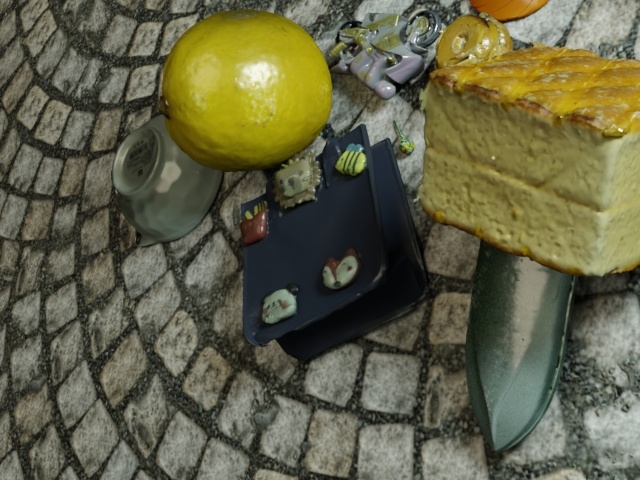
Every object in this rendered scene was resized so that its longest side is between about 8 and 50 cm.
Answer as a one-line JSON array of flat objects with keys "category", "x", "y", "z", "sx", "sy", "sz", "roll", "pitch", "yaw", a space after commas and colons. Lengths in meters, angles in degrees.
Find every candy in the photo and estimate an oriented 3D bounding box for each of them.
[{"category": "candy", "x": 0.134, "y": -0.173, "z": 1.556, "sx": 0.023, "sy": 0.025, "sz": 0.083, "roll": -10, "pitch": 49, "yaw": -7}]

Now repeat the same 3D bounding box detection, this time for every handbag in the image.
[{"category": "handbag", "x": 0.000, "y": 0.000, "z": 1.547, "sx": 0.303, "sy": 0.122, "sz": 0.329, "roll": -29, "pitch": 55, "yaw": 32}]

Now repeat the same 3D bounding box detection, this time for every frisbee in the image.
[{"category": "frisbee", "x": 0.307, "y": -0.437, "z": 1.485, "sx": 0.192, "sy": 0.035, "sz": 0.192, "roll": -17, "pitch": 63, "yaw": 37}]

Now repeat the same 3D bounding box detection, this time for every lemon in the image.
[{"category": "lemon", "x": -0.126, "y": -0.255, "z": 1.630, "sx": 0.297, "sy": 0.297, "sz": 0.296, "roll": -16, "pitch": 64, "yaw": 38}]

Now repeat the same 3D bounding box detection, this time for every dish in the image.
[{"category": "dish", "x": -0.329, "y": -0.139, "z": 1.895, "sx": 0.303, "sy": 0.120, "sz": 0.302, "roll": -16, "pitch": 64, "yaw": 36}]

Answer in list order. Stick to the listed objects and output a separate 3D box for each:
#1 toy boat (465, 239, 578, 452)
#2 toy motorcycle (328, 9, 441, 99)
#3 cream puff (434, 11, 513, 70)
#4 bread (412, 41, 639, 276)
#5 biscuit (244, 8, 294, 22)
[{"category": "toy boat", "x": 0.266, "y": 0.129, "z": 1.280, "sx": 0.141, "sy": 0.092, "sz": 0.319, "roll": 9, "pitch": 88, "yaw": 43}, {"category": "toy motorcycle", "x": 0.103, "y": -0.309, "z": 1.597, "sx": 0.225, "sy": 0.073, "sz": 0.152, "roll": 5, "pitch": 81, "yaw": 42}, {"category": "cream puff", "x": 0.232, "y": -0.282, "z": 1.448, "sx": 0.133, "sy": 0.104, "sz": 0.119, "roll": -4, "pitch": 66, "yaw": 58}, {"category": "bread", "x": 0.306, "y": -0.108, "z": 1.168, "sx": 0.279, "sy": 0.279, "sz": 0.207, "roll": 24, "pitch": 121, "yaw": 39}, {"category": "biscuit", "x": -0.139, "y": -0.322, "z": 1.823, "sx": 0.106, "sy": 0.070, "sz": 0.252, "roll": 29, "pitch": 94, "yaw": 43}]
